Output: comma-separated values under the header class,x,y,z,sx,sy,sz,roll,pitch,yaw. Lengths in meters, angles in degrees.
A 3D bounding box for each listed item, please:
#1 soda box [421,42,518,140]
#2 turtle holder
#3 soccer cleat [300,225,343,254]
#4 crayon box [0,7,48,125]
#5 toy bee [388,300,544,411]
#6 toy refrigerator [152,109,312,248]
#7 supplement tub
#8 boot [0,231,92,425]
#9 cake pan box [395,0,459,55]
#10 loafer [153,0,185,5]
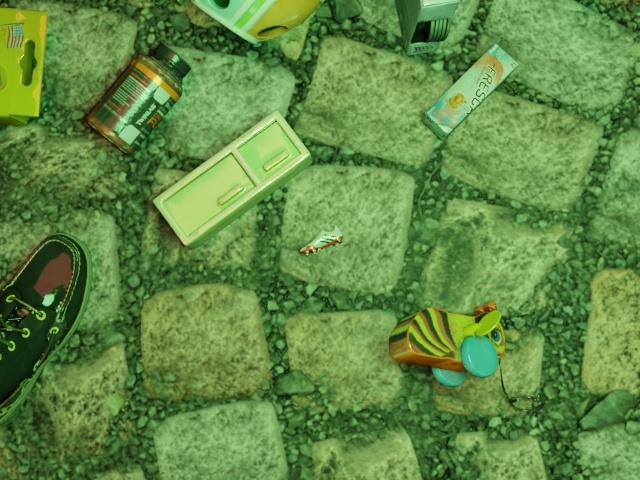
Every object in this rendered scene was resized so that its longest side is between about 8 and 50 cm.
class,x,y,z,sx,sy,sz,roll,pitch,yaw
soda box,0.267,-0.265,1.328,0.058,0.063,0.183,45,88,4
turtle holder,-0.137,-0.489,1.269,0.320,0.243,0.227,31,103,-13
soccer cleat,0.000,0.000,1.335,0.083,0.029,0.035,-21,76,-3
crayon box,-0.648,-0.318,1.351,0.319,0.081,0.202,4,86,3
toy bee,0.245,0.171,1.266,0.195,0.298,0.162,-14,52,34
toy refrigerator,-0.153,-0.106,1.314,0.270,0.094,0.102,-36,85,-2
supplement tub,-0.320,-0.257,1.325,0.106,0.106,0.198,39,88,4
boot,-0.529,0.155,1.208,0.138,0.284,0.377,31,88,4
cake pan box,0.165,-0.470,1.257,0.070,0.246,0.266,-9,85,1
loafer,-0.311,-0.469,1.365,0.148,0.056,0.050,10,80,3
